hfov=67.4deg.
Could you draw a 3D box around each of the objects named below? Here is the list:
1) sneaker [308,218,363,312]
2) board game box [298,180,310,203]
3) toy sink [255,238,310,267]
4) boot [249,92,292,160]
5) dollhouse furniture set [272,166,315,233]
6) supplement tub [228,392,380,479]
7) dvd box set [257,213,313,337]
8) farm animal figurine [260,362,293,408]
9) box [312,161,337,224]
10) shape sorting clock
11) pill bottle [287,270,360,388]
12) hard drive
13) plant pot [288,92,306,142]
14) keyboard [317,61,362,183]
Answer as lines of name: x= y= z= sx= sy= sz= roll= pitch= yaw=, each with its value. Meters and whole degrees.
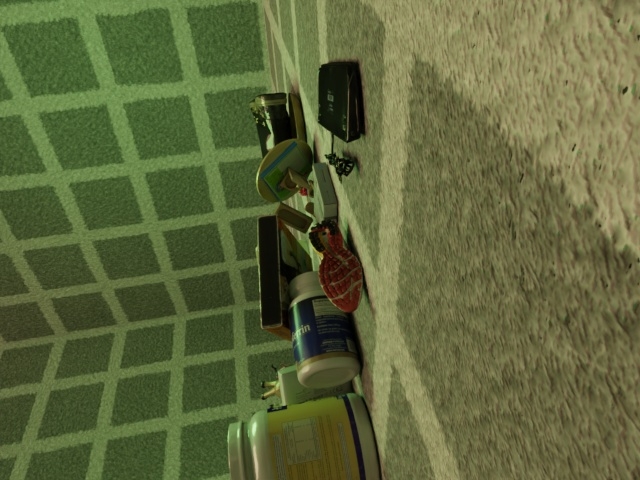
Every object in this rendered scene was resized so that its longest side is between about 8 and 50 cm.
sneaker: x=0.044 y=0.056 z=1.001 sx=0.093 sy=0.088 sz=0.225 roll=59 pitch=-168 yaw=-45
board game box: x=-0.068 y=-0.208 z=1.779 sx=0.133 sy=0.033 sz=0.169 roll=-114 pitch=16 yaw=-69
toy sink: x=-0.165 y=0.106 z=2.165 sx=0.153 sy=0.234 sz=0.131 roll=89 pitch=170 yaw=-46
boot: x=-0.169 y=-0.377 z=1.757 sx=0.377 sy=0.138 sz=0.284 roll=-147 pitch=48 yaw=-75
dollhouse furniture set: x=-0.061 y=-0.097 z=1.367 sx=0.151 sy=0.144 sz=0.123 roll=-59 pitch=19 yaw=14
supplement tub: x=-0.042 y=0.519 z=1.165 sx=0.241 sy=0.331 sz=0.241 roll=172 pitch=90 yaw=-84
dvd box set: x=-0.087 y=0.140 z=1.421 sx=0.420 sy=0.062 sz=0.308 roll=58 pitch=-154 yaw=-67
farm animal figurine: x=-0.008 y=0.523 z=1.464 sx=0.330 sy=0.172 sz=0.327 roll=13 pitch=-119 yaw=-57
box: x=0.011 y=-0.081 z=1.223 sx=0.186 sy=0.038 sz=0.145 roll=91 pitch=169 yaw=-50
shape sorting clock: x=-0.104 y=-0.204 z=1.414 sx=0.040 sy=0.206 sz=0.206 roll=39 pitch=146 yaw=37
pill bottle: x=0.000 y=0.217 z=1.199 sx=0.153 sy=0.153 sz=0.265 roll=90 pitch=170 yaw=-53
hard drive: x=0.000 y=0.484 z=1.335 sx=0.040 sy=0.203 sz=0.308 roll=9 pitch=108 yaw=64
plant pot: x=-0.078 y=-0.386 z=1.645 sx=0.236 sy=0.032 sz=0.236 roll=171 pitch=90 yaw=-84
keyboard: x=0.031 y=-0.224 z=0.890 sx=0.317 sy=0.033 sz=0.202 roll=-112 pitch=21 yaw=-69
